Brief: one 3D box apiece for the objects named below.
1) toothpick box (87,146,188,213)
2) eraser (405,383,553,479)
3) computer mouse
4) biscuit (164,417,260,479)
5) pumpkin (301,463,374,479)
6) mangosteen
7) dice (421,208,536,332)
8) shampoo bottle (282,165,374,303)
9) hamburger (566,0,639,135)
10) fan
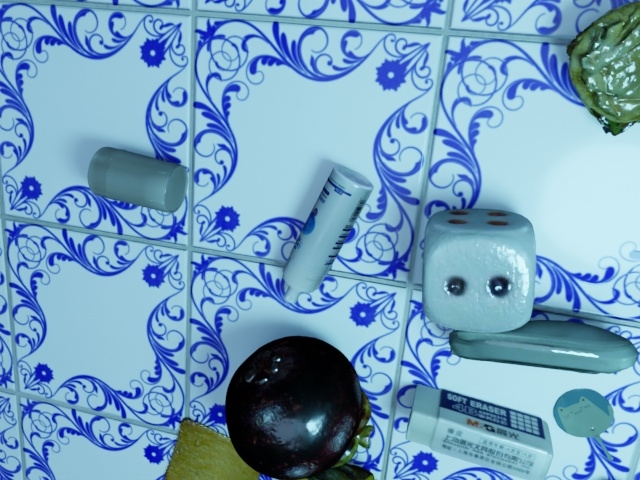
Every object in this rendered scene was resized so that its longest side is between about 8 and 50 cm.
[{"bbox_3d":[-0.388,-0.130,1.232,0.181,0.111,0.111,14,109,10],"label":"toothpick box"},{"bbox_3d":[0.321,0.391,1.186,0.279,0.124,0.081,14,109,11],"label":"eraser"},{"bbox_3d":[0.409,0.193,1.082,0.331,0.197,0.094,5,74,11],"label":"computer mouse"},{"bbox_3d":[-0.271,0.580,1.461,0.237,0.013,0.231,23,110,7],"label":"biscuit"},{"bbox_3d":[0.020,0.564,1.318,0.169,0.148,0.312,27,138,30],"label":"pumpkin"},{"bbox_3d":[-0.051,0.351,1.203,0.297,0.296,0.313,6,145,13],"label":"mangosteen"},{"bbox_3d":[0.287,0.050,1.060,0.192,0.193,0.193,3,108,13],"label":"dice"},{"bbox_3d":[0.000,0.000,1.177,0.092,0.092,0.303,30,112,5],"label":"shampoo bottle"},{"bbox_3d":[0.510,-0.292,0.950,0.183,0.130,0.206,-34,114,23],"label":"hamburger"},{"bbox_3d":[0.554,0.380,1.184,0.113,0.005,0.175,-31,95,20],"label":"fan"}]
